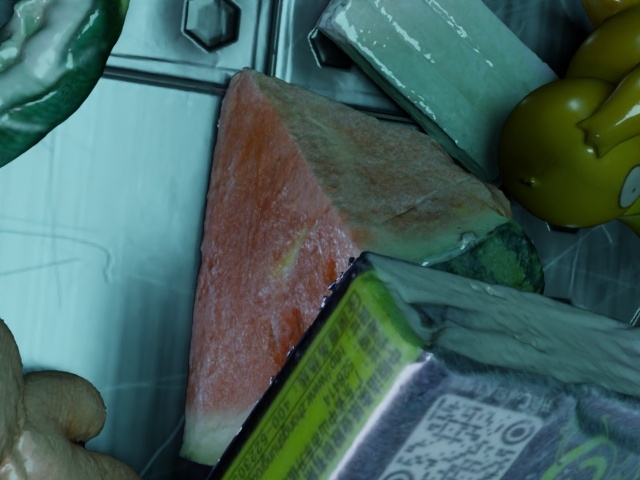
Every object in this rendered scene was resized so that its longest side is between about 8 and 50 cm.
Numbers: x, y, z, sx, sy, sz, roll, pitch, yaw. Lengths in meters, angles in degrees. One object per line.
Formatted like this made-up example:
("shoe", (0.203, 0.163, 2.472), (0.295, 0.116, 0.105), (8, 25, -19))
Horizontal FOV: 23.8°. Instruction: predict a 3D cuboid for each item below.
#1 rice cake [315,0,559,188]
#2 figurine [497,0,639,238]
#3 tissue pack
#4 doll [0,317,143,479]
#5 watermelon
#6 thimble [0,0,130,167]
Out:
("rice cake", (0.102, -0.149, 1.232), (0.211, 0.038, 0.124), (37, 76, -20))
("figurine", (0.252, -0.098, 1.217), (0.215, 0.215, 0.228), (33, 58, -20))
("tissue pack", (0.049, 0.211, 1.037), (0.288, 0.124, 0.394), (14, 119, -37))
("doll", (-0.230, 0.175, 1.059), (0.303, 0.156, 0.201), (54, 29, -34))
("watermelon", (-0.004, 0.038, 1.113), (0.292, 0.283, 0.250), (32, 61, 6))
("thimble", (-0.255, -0.178, 1.007), (0.288, 0.167, 0.254), (-47, 109, -15))
